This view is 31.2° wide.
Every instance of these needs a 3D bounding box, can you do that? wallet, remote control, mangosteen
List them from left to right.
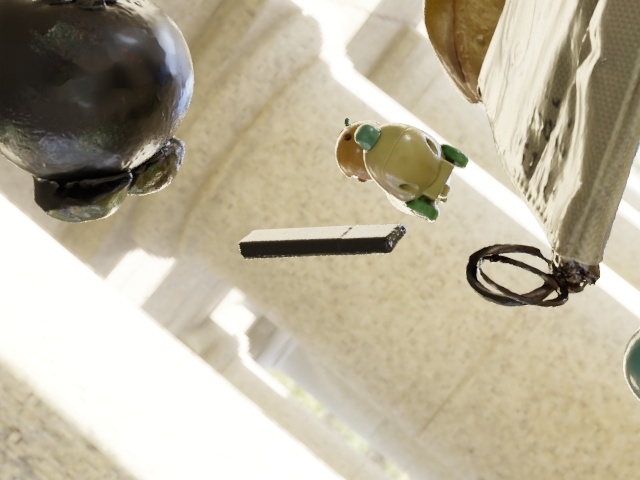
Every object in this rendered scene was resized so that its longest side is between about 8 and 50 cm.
[{"bbox_3d":[-0.232,-0.144,1.144,0.243,0.243,0.243,-50,173,-8],"label":"mangosteen"},{"bbox_3d":[0.000,0.000,1.543,0.245,0.025,0.063,-3,-154,33],"label":"remote control"},{"bbox_3d":[0.149,-0.139,0.681,0.335,0.068,0.275,-89,-164,-63],"label":"wallet"}]

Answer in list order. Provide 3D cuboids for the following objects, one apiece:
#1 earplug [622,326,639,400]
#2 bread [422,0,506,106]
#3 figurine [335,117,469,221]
[{"bbox_3d":[0.443,0.074,1.083,0.324,0.185,0.185,-26,-179,18],"label":"earplug"},{"bbox_3d":[0.251,-0.217,1.083,0.294,0.167,0.132,-2,-154,38],"label":"bread"},{"bbox_3d":[0.123,-0.126,1.944,0.124,0.222,0.324,-62,176,-3],"label":"figurine"}]
